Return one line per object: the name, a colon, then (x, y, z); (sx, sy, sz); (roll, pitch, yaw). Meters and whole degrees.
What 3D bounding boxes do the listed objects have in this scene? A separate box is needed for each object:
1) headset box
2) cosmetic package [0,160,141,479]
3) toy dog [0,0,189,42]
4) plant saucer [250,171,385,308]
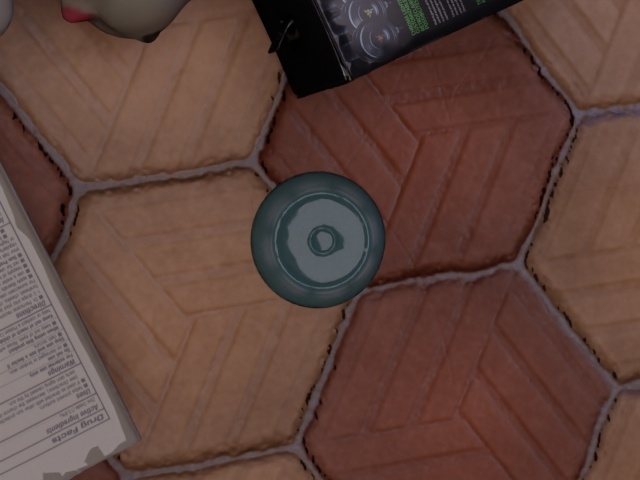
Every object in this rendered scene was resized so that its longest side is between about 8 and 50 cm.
headset box: (0.081, -0.226, 1.418); (0.283, 0.246, 0.131); (-25, 96, -9)
cosmetic package: (-0.279, 0.058, 1.423); (0.153, 0.129, 0.296); (-26, 96, -9)
toy dog: (-0.237, -0.313, 1.371); (0.408, 0.284, 0.395); (27, 69, -12)
plant saucer: (0.000, 0.000, 1.527); (0.119, 0.021, 0.119); (0, 92, -10)
